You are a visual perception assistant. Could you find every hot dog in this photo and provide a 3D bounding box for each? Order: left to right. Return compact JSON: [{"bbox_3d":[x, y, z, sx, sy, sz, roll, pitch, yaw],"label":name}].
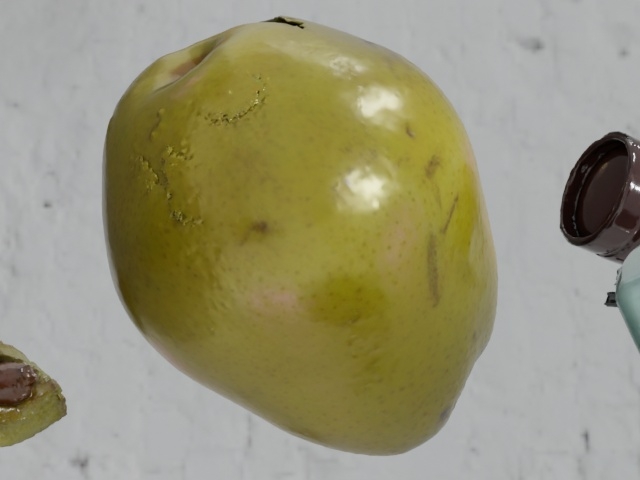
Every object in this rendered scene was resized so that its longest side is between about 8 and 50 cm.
[{"bbox_3d":[-0.360,0.136,1.160,0.093,0.261,0.123,87,-9,-67],"label":"hot dog"}]

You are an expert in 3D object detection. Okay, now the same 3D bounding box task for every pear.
[{"bbox_3d":[-0.013,0.000,0.988,0.285,0.285,0.336,-86,166,-63],"label":"pear"}]

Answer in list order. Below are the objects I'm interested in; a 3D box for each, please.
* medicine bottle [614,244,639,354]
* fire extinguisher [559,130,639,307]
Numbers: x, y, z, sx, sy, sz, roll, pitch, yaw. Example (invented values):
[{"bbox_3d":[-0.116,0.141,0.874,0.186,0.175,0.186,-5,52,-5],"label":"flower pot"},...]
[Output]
[{"bbox_3d":[0.147,0.005,0.368,0.055,0.118,0.074,64,22,1],"label":"medicine bottle"},{"bbox_3d":[0.356,0.029,1.084,0.141,0.341,0.105,-62,-160,16],"label":"fire extinguisher"}]
